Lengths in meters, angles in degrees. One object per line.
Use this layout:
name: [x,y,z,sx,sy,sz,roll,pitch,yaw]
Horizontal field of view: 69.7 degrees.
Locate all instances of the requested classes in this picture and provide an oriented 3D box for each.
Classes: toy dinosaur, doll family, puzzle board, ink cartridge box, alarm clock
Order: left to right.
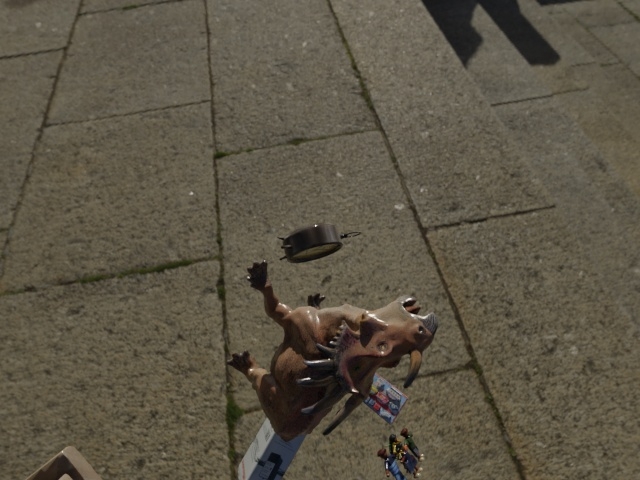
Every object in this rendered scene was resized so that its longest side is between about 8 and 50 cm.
ink cartridge box: [-0.134,0.578,1.262,0.087,0.153,0.208,33,83,-9]
toy dinosaur: [-0.013,0.156,0.523,0.127,0.296,0.200,1,35,-32]
alarm clock: [0.000,0.000,1.032,0.192,0.129,0.064,-10,75,-11]
puzzle board: [0.192,0.485,1.410,0.128,0.011,0.096,32,87,33]
doll family: [0.215,0.577,1.234,0.076,0.193,0.111,-34,83,13]

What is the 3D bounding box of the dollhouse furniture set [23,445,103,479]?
dollhouse furniture set: [-0.373,0.146,0.297,0.362,0.256,0.394,-38,94,0]
